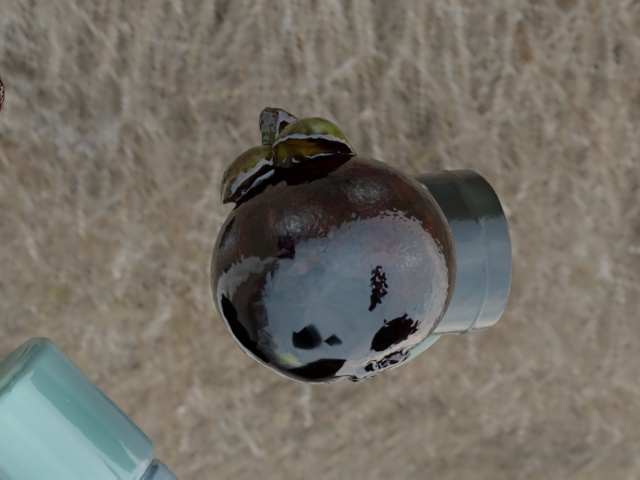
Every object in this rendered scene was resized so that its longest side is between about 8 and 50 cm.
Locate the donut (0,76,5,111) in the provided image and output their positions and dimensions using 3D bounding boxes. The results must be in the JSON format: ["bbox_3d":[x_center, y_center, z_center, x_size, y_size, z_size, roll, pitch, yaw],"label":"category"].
[{"bbox_3d":[-0.428,-0.136,1.924,0.184,0.073,0.166,-23,143,-49],"label":"donut"}]

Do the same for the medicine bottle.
[{"bbox_3d":[-0.244,0.215,1.757,0.139,0.225,0.139,-42,-170,9],"label":"medicine bottle"}]

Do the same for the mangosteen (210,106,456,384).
[{"bbox_3d":[0.000,0.000,1.623,0.228,0.265,0.228,-23,170,-4],"label":"mangosteen"}]

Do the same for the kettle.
[{"bbox_3d":[0.055,0.060,2.417,0.324,0.228,0.321,-5,129,-20],"label":"kettle"}]
